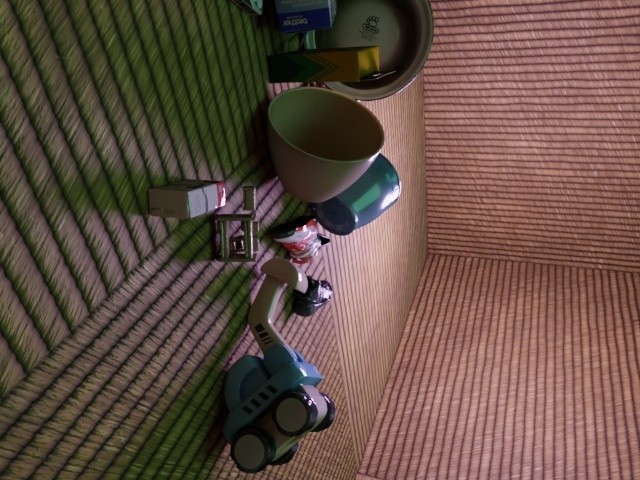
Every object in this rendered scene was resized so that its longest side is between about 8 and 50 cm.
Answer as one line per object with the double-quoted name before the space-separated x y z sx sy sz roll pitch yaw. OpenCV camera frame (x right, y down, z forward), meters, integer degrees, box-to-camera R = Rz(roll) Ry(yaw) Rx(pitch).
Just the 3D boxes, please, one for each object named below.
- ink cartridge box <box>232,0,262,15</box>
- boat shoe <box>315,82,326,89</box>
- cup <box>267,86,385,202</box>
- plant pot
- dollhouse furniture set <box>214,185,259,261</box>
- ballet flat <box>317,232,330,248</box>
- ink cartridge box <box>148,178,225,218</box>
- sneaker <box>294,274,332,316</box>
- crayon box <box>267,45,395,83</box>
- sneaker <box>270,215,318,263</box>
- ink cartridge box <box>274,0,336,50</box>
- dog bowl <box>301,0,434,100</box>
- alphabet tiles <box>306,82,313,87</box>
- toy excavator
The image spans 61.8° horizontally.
"ink cartridge box" -0.195 -0.673 1.260 0.208 0.045 0.206 -3 98 -68
"boat shoe" 0.023 -0.472 1.833 0.178 0.060 0.064 71 25 -46
"cup" -0.011 -0.249 1.545 0.237 0.331 0.331 112 4 -46
"plant pot" 0.108 -0.160 1.913 0.255 0.272 0.271 -46 139 -38
"dollhouse furniture set" -0.211 -0.052 1.353 0.161 0.101 0.181 -106 -165 -78
"ballet flat" 0.000 0.000 1.894 0.173 0.049 0.057 -39 130 -77
"ink cartridge box" -0.275 -0.089 1.110 0.135 0.099 0.056 -36 128 -64
"sneaker" -0.017 0.165 1.873 0.227 0.087 0.130 -33 132 -58
"crayon box" 0.037 -0.503 1.523 0.202 0.319 0.081 -47 138 -59
"sneaker" -0.072 0.012 1.687 0.270 0.090 0.144 -33 123 -68
"ink cartridge box" -0.045 -0.720 1.418 0.270 0.151 0.395 -81 164 -57
"dog bowl" 0.148 -0.661 1.717 0.150 0.408 0.407 -80 169 -72
"alphabet tiles" -0.030 -0.386 1.779 0.198 0.009 0.237 65 30 -53
"toy excavator" -0.135 0.327 1.458 0.433 0.445 0.222 -42 157 4
